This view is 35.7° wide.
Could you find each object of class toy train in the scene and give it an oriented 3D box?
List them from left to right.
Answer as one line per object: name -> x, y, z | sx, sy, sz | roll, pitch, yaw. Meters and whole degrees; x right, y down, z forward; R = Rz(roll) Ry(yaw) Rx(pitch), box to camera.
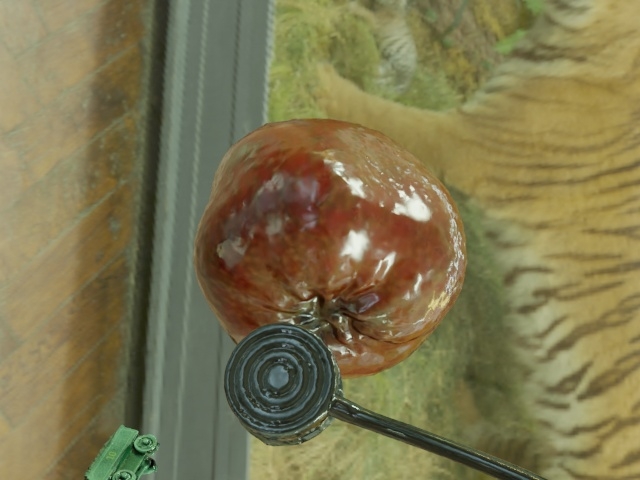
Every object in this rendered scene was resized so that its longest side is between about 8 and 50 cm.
toy train -> -0.337, 0.385, 1.684 | 0.172, 0.099, 0.070 | -62, 162, -58

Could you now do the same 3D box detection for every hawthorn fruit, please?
hawthorn fruit -> 0.000, 0.000, 1.033 | 0.275, 0.275, 0.300 | 52, 2, -32

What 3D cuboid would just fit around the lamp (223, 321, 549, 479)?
lamp -> 0.102, 0.119, 0.479 | 0.130, 0.371, 0.108 | -54, 155, -7
